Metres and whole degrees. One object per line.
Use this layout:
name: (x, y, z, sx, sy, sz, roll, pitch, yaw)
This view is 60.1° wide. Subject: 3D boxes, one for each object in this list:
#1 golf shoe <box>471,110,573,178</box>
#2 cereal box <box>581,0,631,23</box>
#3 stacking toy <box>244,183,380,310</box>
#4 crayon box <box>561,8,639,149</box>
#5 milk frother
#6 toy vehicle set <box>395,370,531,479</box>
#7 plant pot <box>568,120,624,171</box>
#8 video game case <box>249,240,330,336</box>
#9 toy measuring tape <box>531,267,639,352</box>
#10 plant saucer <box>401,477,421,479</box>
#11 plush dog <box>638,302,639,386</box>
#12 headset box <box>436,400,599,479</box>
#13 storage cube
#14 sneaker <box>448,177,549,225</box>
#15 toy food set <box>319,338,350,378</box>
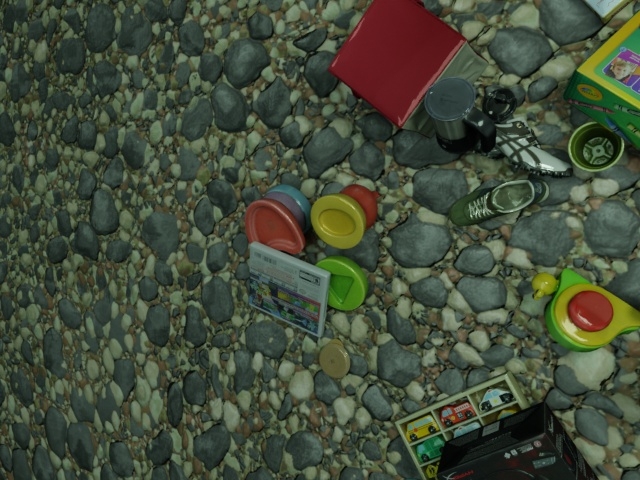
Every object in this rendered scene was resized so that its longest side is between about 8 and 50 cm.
golf shoe: (0.370, -0.176, 1.008, 0.198, 0.077, 0.093, 27, 105, 25)
cereal box: (0.480, -0.520, 0.944, 0.173, 0.047, 0.240, -41, 73, 25)
stacking toy: (0.000, 0.000, 1.242, 0.309, 0.130, 0.279, 4, 121, 32)
crayon box: (0.551, -0.218, 0.857, 0.165, 0.081, 0.278, -42, 68, -11)
milk frother: (0.268, -0.238, 0.972, 0.129, 0.135, 0.143, 21, 82, 24)
toy vehicle set: (0.298, 0.388, 1.101, 0.267, 0.035, 0.165, -34, 76, 27)
plant pot: (0.474, -0.157, 0.947, 0.083, 0.079, 0.083, 2, 93, 31)
video game case: (-0.075, 0.111, 1.258, 0.202, 0.023, 0.183, 21, 128, 21)
toy measuring tape: (0.497, 0.169, 0.932, 0.330, 0.121, 0.121, 36, 109, 18)
plant saucer: (0.201, 0.569, 1.174, 0.120, 0.021, 0.119, 2, 93, 30)
plush dog: (0.615, 0.136, 0.806, 0.263, 0.210, 0.225, -2, 58, 2)
headset box: (0.384, 0.469, 0.984, 0.218, 0.110, 0.293, -34, 91, 26)
storage cube: (0.169, -0.330, 1.055, 0.193, 0.184, 0.215, 44, 111, 19)
sneaker: (0.322, -0.074, 1.034, 0.192, 0.086, 0.064, -18, 84, 30)
toy food set: (0.031, 0.272, 1.257, 0.082, 0.020, 0.083, -43, 72, 25)
